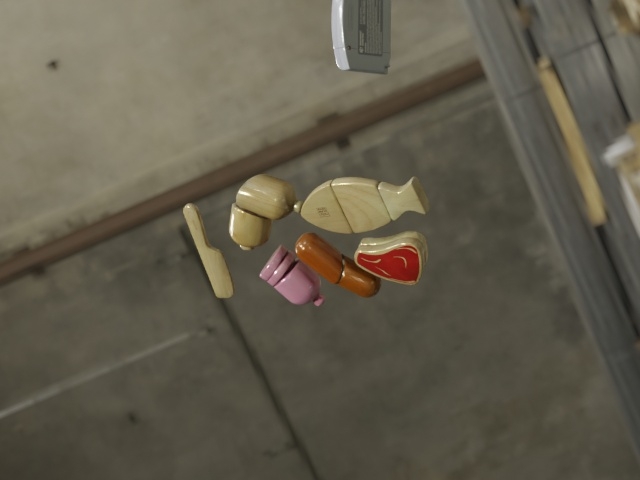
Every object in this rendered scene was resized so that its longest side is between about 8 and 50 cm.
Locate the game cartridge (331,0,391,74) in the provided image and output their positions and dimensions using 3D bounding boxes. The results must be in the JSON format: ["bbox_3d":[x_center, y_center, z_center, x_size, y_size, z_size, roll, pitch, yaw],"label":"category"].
[{"bbox_3d":[0.033,-0.176,1.219,0.056,0.017,0.083,1,-90,-46],"label":"game cartridge"}]

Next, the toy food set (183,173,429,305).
[{"bbox_3d":[0.000,0.000,0.714,0.019,0.122,0.078,-61,-38,-46],"label":"toy food set"}]
